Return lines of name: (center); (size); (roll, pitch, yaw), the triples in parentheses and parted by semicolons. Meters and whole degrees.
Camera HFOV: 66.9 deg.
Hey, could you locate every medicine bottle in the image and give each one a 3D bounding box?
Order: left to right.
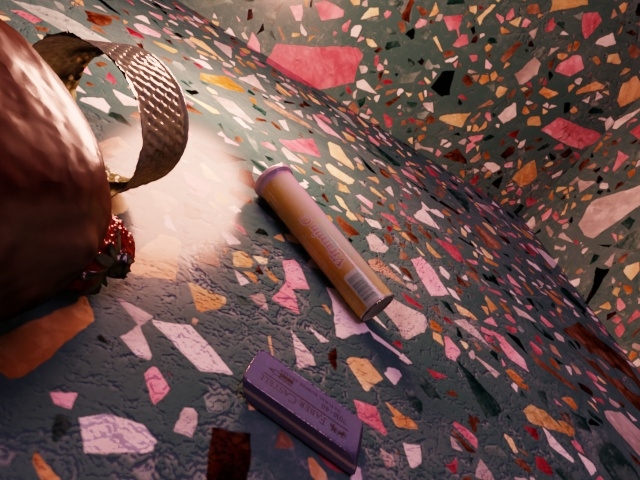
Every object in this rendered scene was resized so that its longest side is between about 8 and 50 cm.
medicine bottle: (0.000, 0.000, 1.132); (0.108, 0.108, 0.426); (-4, 49, -53)

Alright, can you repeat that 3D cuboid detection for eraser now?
eraser: (-0.023, 0.262, 0.748); (0.225, 0.036, 0.082); (36, 25, -1)

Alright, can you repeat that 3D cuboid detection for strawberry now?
strawberry: (-0.340, 0.002, 0.693); (0.148, 0.131, 0.131); (54, 30, 15)

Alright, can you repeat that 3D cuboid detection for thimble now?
thimble: (-0.373, -0.208, 0.830); (0.271, 0.270, 0.150); (38, 25, 3)

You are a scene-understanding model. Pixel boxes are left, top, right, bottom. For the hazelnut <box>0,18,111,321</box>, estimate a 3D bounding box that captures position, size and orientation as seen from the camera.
hazelnut: (-0.406, -0.065, 0.448); (0.421, 0.352, 0.421); (36, 2, -1)
